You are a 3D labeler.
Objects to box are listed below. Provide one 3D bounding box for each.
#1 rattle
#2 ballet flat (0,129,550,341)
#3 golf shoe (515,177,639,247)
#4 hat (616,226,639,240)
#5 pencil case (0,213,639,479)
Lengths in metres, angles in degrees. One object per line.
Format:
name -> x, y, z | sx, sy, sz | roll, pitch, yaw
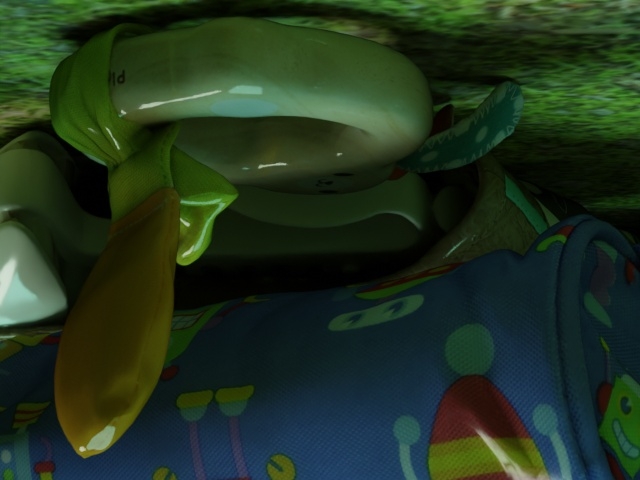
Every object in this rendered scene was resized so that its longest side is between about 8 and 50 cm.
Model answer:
rattle -> 0.000, 0.000, 0.621 | 0.130, 0.143, 0.200 | -25, 157, 25
ballet flat -> -0.071, 0.000, 0.775 | 0.342, 0.116, 0.124 | -3, 153, 9
golf shoe -> 0.078, -0.006, 0.914 | 0.094, 0.077, 0.198 | 35, 163, -28
hat -> 0.200, 0.081, 1.103 | 0.331, 0.331, 0.134 | -3, 134, 15
pencil case -> -0.003, 0.070, 0.660 | 0.306, 0.119, 0.133 | -13, -153, 33
